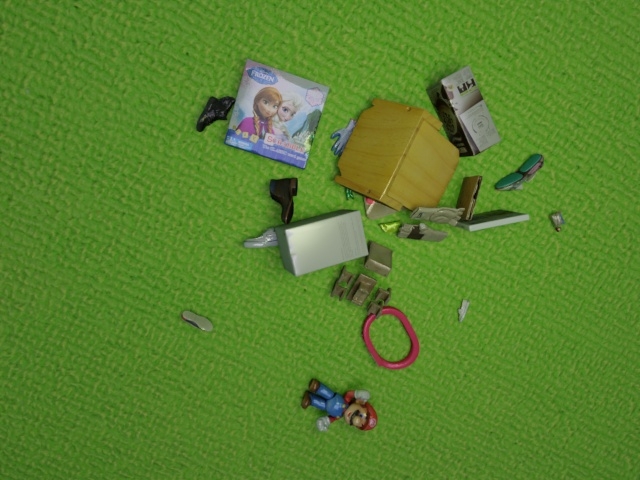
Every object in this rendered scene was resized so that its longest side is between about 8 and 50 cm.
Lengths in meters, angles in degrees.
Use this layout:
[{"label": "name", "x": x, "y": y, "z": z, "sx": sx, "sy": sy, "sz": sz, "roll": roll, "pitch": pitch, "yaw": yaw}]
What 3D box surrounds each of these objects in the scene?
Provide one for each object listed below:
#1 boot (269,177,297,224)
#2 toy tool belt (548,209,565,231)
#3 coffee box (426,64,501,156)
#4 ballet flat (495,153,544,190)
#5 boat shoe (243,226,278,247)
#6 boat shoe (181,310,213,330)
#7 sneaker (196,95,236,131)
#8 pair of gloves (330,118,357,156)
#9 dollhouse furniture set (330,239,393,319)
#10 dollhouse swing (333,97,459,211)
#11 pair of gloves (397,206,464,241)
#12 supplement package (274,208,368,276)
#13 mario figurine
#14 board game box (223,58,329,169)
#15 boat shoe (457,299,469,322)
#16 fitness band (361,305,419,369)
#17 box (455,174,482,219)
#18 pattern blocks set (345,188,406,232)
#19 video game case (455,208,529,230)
[{"label": "boot", "x": -0.151, "y": -0.151, "z": 1.516, "sx": 0.106, "sy": 0.219, "sz": 0.082, "roll": 5, "pitch": 142, "yaw": 4}, {"label": "toy tool belt", "x": 0.988, "y": -0.081, "z": 1.661, "sx": 0.051, "sy": 0.052, "sz": 0.083, "roll": -30, "pitch": 101, "yaw": 10}, {"label": "coffee box", "x": 0.531, "y": -0.471, "z": 1.504, "sx": 0.119, "sy": 0.168, "sz": 0.297, "roll": -29, "pitch": 100, "yaw": 1}, {"label": "ballet flat", "x": 0.809, "y": -0.254, "z": 1.614, "sx": 0.221, "sy": 0.077, "sz": 0.079, "roll": -40, "pitch": 119, "yaw": 3}, {"label": "boat shoe", "x": -0.192, "y": -0.015, "z": 1.583, "sx": 0.226, "sy": 0.083, "sz": 0.075, "roll": -5, "pitch": 93, "yaw": -16}, {"label": "boat shoe", "x": -0.502, "y": 0.331, "z": 1.632, "sx": 0.137, "sy": 0.049, "sz": 0.043, "roll": 31, "pitch": 138, "yaw": -11}, {"label": "sneaker", "x": -0.389, "y": -0.468, "z": 1.498, "sx": 0.089, "sy": 0.051, "sz": 0.170, "roll": 27, "pitch": 93, "yaw": -3}, {"label": "pair of gloves", "x": 0.140, "y": -0.376, "z": 1.566, "sx": 0.198, "sy": 0.023, "sz": 0.159, "roll": 30, "pitch": 96, "yaw": -9}, {"label": "dollhouse furniture set", "x": 0.189, "y": 0.148, "z": 1.616, "sx": 0.212, "sy": 0.161, "sz": 0.242, "roll": 26, "pitch": 117, "yaw": -2}, {"label": "dollhouse swing", "x": 0.303, "y": -0.297, "z": 1.547, "sx": 0.315, "sy": 0.305, "sz": 0.347, "roll": 29, "pitch": 96, "yaw": 35}, {"label": "pair of gloves", "x": 0.418, "y": -0.064, "z": 1.551, "sx": 0.204, "sy": 0.240, "sz": 0.042, "roll": 4, "pitch": 62, "yaw": -9}, {"label": "supplement package", "x": 0.000, "y": 0.000, "z": 1.508, "sx": 0.293, "sy": 0.175, "sz": 0.177, "roll": -15, "pitch": 101, "yaw": -18}, {"label": "mario figurine", "x": 0.088, "y": 0.698, "z": 1.665, "sx": 0.320, "sy": 0.170, "sz": 0.198, "roll": 23, "pitch": 132, "yaw": 0}, {"label": "board game box", "x": -0.163, "y": -0.465, "z": 1.507, "sx": 0.319, "sy": 0.066, "sz": 0.318, "roll": 16, "pitch": 98, "yaw": -7}, {"label": "boat shoe", "x": 0.602, "y": 0.298, "z": 1.710, "sx": 0.035, "sy": 0.035, "sz": 0.100, "roll": 20, "pitch": 103, "yaw": 20}, {"label": "fitness band", "x": 0.296, "y": 0.416, "z": 1.699, "sx": 0.209, "sy": 0.054, "sz": 0.291, "roll": -29, "pitch": 101, "yaw": -2}, {"label": "box", "x": 0.563, "y": -0.165, "z": 1.541, "sx": 0.021, "sy": 0.201, "sz": 0.164, "roll": 13, "pitch": 98, "yaw": 4}, {"label": "pattern blocks set", "x": 0.262, "y": -0.173, "z": 1.605, "sx": 0.325, "sy": 0.026, "sz": 0.285, "roll": -3, "pitch": 98, "yaw": -3}, {"label": "video game case", "x": 0.643, "y": -0.080, "z": 1.557, "sx": 0.227, "sy": 0.206, "sz": 0.026, "roll": -12, "pitch": 100, "yaw": -2}]
